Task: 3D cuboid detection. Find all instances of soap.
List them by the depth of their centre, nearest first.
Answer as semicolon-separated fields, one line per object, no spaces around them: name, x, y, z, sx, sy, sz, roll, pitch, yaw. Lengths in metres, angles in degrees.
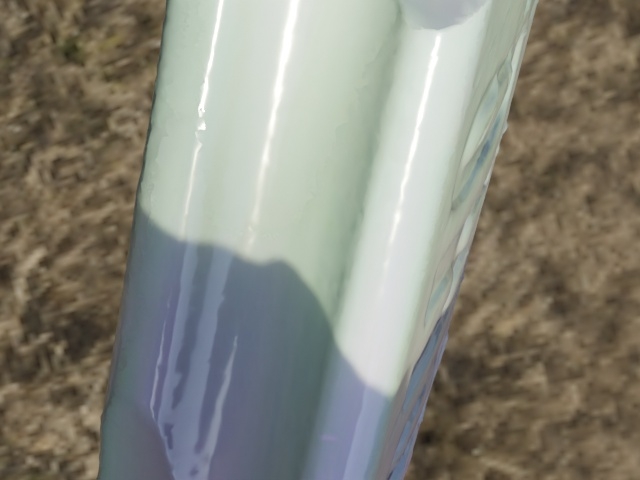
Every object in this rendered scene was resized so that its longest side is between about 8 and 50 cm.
soap;0.000;0.000;0.736;0.208;0.115;0.347;-56;162;-59
